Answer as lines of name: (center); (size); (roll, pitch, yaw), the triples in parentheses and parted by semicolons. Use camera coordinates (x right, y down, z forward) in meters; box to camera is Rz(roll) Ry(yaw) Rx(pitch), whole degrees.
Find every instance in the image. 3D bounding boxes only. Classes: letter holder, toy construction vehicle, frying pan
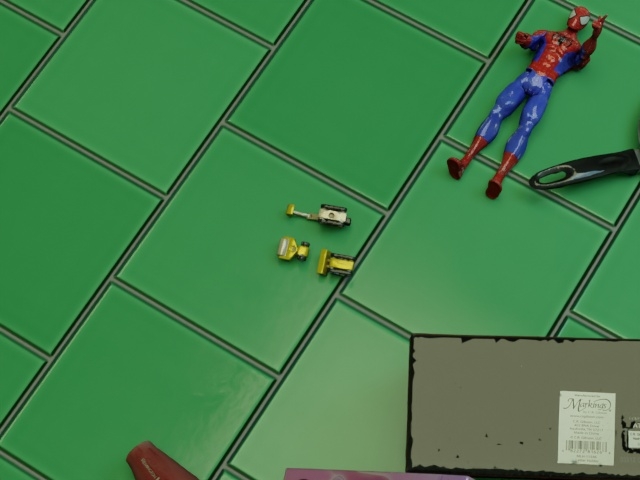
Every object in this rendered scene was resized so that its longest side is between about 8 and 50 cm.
letter holder: (0.254, 0.195, 1.801); (0.302, 0.214, 0.152); (1, 79, 7)
toy construction vehicle: (0.000, 0.000, 1.983); (0.098, 0.035, 0.085); (8, 79, 9)
frying pan: (0.440, -0.090, 1.986); (0.326, 0.053, 0.197); (-37, 70, -10)

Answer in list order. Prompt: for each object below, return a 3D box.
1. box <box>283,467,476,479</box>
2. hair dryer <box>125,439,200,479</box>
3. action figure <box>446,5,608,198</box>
box: (0.064, 0.365, 1.721); (0.243, 0.117, 0.213); (-3, 63, 36)
hair dryer: (-0.186, 0.366, 1.811); (0.224, 0.080, 0.293); (-2, 67, 3)
action figure: (0.264, -0.200, 1.999); (0.091, 0.139, 0.280); (30, 69, 13)
